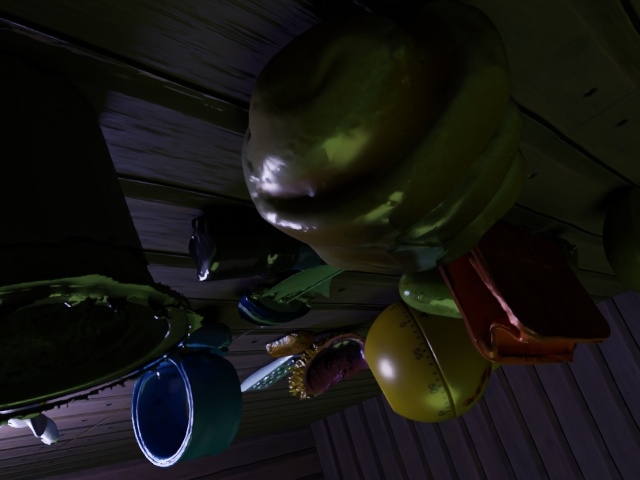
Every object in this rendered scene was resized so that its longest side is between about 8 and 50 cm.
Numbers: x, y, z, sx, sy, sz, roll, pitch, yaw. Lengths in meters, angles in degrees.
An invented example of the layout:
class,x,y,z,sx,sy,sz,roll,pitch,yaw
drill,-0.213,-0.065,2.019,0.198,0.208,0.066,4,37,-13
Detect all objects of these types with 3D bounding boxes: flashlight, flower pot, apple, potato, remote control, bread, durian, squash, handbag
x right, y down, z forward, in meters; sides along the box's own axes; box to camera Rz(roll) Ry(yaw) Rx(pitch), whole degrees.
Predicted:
class,x,y,z,sx,sy,sz,roll,pitch,yaw
flashlight,0.000,0.000,0.883,0.424,0.103,0.103,-4,154,-34
flower pot,-0.263,-0.002,0.461,0.290,0.259,0.290,-16,156,-7
apple,0.784,-0.010,1.214,0.292,0.254,0.292,-13,159,-5
potato,0.561,0.087,1.401,0.159,0.174,0.251,24,137,-8
remote control,-0.147,0.416,1.758,0.293,0.051,0.103,-38,151,32
bread,-0.083,0.295,1.540,0.129,0.044,0.126,-22,156,17
bread,0.077,-0.084,0.597,0.301,0.210,0.341,-24,156,9
durian,0.013,0.363,1.631,0.261,0.153,0.186,-21,173,-33
squash,0.366,0.131,1.287,0.371,0.118,0.118,10,152,-5
handbag,0.411,0.100,1.129,0.410,0.303,0.116,11,138,-43

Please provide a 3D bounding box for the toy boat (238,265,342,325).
class,x,y,z,sx,sy,sz,roll,pitch,yaw
toy boat,-0.025,0.102,1.118,0.292,0.070,0.210,-21,159,1

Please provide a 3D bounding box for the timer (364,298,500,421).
class,x,y,z,sx,sy,sz,roll,pitch,yaw
timer,0.324,0.296,1.480,0.387,0.376,0.376,-25,157,-2

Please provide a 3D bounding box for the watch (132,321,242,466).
class,x,y,z,sx,sy,sz,roll,pitch,yaw
watch,-0.266,0.321,1.169,0.241,0.274,0.305,7,152,-45

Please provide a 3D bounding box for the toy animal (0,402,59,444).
class,x,y,z,sx,sy,sz,roll,pitch,yaw
toy animal,-0.688,0.411,1.264,0.182,0.127,0.131,-4,150,-3
